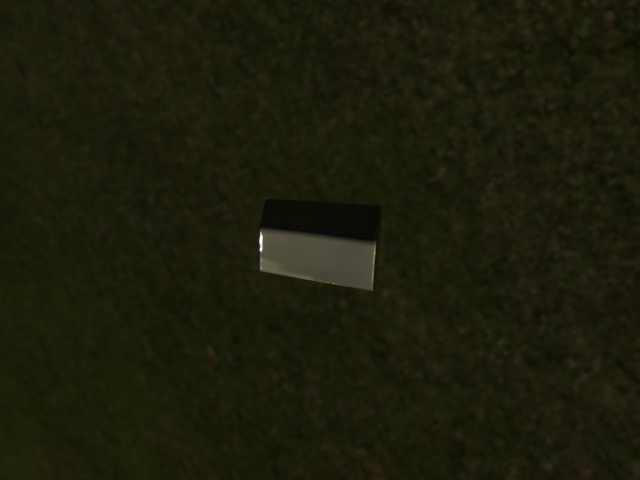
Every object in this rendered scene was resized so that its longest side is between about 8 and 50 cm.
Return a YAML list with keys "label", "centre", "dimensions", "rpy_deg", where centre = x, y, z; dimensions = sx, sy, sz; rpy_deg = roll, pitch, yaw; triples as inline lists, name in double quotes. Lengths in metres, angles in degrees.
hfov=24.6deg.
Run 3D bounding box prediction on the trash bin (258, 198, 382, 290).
- label: "trash bin"
  centre: [0.000, 0.000, 1.143]
  dimensions: [0.061, 0.092, 0.043]
  rpy_deg: [92, -172, -46]
